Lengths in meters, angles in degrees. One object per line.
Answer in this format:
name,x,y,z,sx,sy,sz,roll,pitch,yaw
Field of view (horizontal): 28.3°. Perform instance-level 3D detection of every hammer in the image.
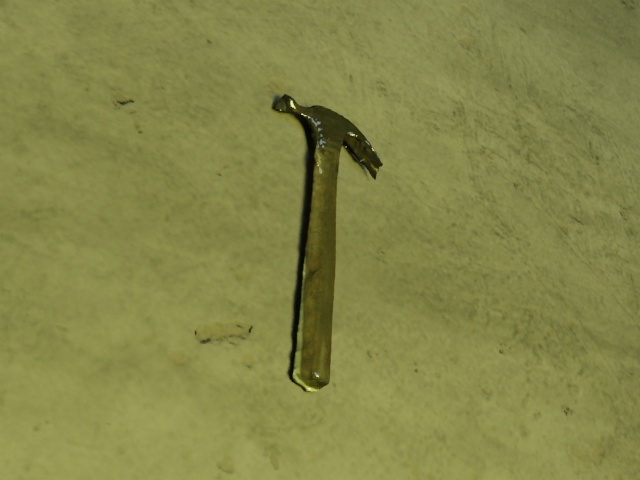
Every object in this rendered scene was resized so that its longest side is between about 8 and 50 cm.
hammer,-0.001,0.000,1.177,0.125,0.027,0.297,23,53,-26
